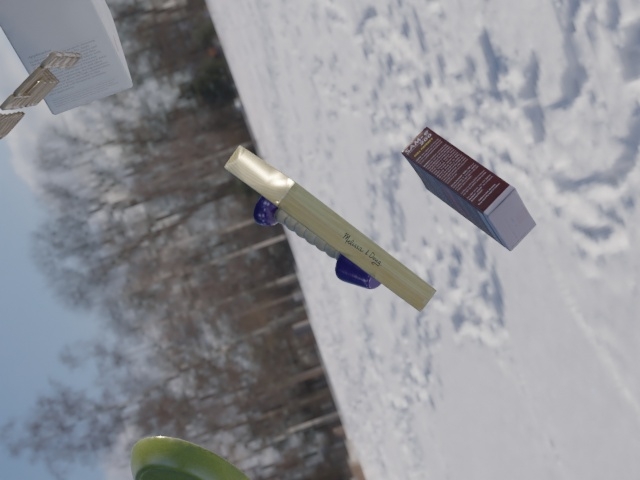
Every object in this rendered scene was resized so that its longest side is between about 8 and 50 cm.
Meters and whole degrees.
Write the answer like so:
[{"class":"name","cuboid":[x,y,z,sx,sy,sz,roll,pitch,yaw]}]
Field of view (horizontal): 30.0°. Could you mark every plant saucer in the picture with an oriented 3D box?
[{"class":"plant saucer","cuboid":[-0.189,0.387,1.805,0.037,0.241,0.241,-60,-37,-38]}]

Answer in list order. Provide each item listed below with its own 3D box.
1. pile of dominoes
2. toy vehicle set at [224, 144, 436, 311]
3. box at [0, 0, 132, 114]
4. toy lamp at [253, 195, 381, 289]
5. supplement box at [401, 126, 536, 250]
[{"class":"pile of dominoes","cuboid":[-0.469,-0.234,1.866,0.040,0.196,0.251,45,-176,-7]},{"class":"toy vehicle set","cuboid":[0.013,-0.014,1.501,0.267,0.035,0.166,36,180,-34]},{"class":"box","cuboid":[-0.492,-0.432,2.188,0.345,0.168,0.215,72,177,-58]},{"class":"toy lamp","cuboid":[0.000,0.000,2.056,0.275,0.080,0.080,32,157,32]},{"class":"supplement box","cuboid":[0.262,-0.093,2.126,0.239,0.073,0.130,40,175,40]}]
